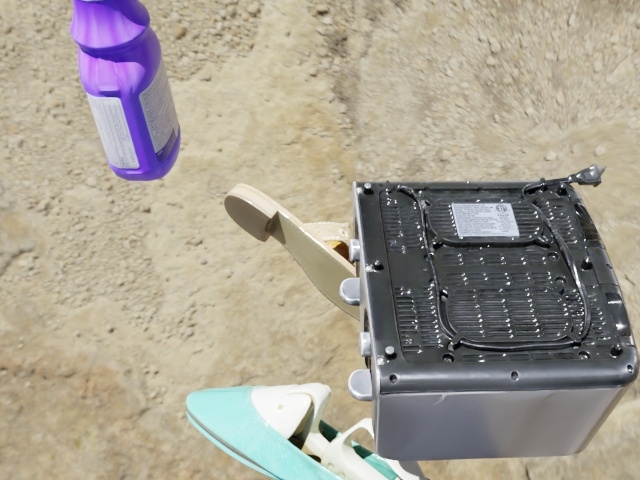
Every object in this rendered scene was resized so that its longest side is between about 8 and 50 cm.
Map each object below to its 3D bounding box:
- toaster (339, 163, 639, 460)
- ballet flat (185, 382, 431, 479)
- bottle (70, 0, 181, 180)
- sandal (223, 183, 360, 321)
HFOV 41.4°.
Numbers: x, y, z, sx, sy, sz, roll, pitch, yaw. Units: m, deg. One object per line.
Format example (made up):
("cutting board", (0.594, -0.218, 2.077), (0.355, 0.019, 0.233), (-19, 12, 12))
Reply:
("toaster", (0.108, 0.045, 0.559), (0.185, 0.168, 0.110), (-1, 140, -5))
("ballet flat", (0.005, 0.167, 0.690), (0.247, 0.083, 0.087), (31, 105, 16))
("bottle", (-0.238, -0.203, 1.027), (0.092, 0.118, 0.283), (1, 140, 6))
("sandal", (0.002, -0.003, 1.013), (0.240, 0.079, 0.088), (38, 148, 4))
